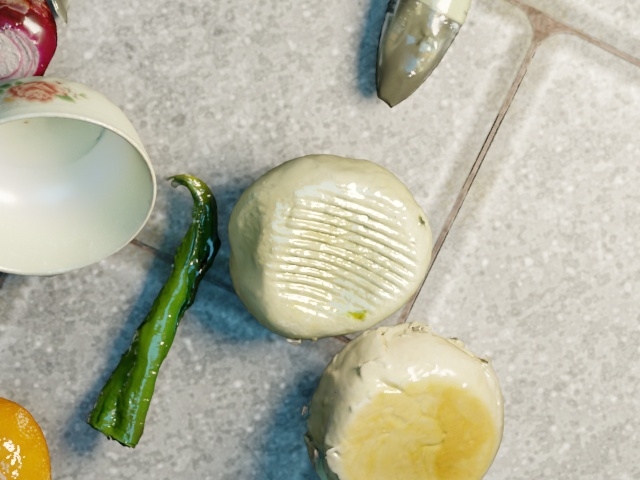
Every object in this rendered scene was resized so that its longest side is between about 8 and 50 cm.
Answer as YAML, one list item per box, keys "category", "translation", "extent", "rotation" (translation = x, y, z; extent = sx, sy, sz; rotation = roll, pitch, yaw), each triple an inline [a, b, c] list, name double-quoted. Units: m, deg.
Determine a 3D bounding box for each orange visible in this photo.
- category: "orange"
  translation: [-0.433, 0.288, 1.879]
  extent: [0.193, 0.161, 0.193]
  rotation: [0, 100, -2]

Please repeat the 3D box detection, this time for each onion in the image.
- category: "onion"
  translation: [-0.400, -0.246, 1.858]
  extent: [0.173, 0.198, 0.135]
  rotation: [-6, 55, 11]

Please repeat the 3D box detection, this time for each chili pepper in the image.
- category: "chili pepper"
  translation: [-0.208, 0.091, 1.922]
  extent: [0.085, 0.076, 0.359]
  rotation: [21, 92, 29]

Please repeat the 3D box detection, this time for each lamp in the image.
- category: "lamp"
  translation: [0.133, -0.287, 1.898]
  extent: [0.101, 0.101, 0.250]
  rotation: [25, 95, -6]

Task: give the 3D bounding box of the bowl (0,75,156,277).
- category: "bowl"
  translation: [-0.347, -0.097, 1.829]
  extent: [0.277, 0.145, 0.277]
  rotation: [-9, 140, -8]

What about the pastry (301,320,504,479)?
- category: "pastry"
  translation: [0.108, 0.228, 1.902]
  extent: [0.265, 0.133, 0.265]
  rotation: [-7, 119, -12]

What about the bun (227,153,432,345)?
- category: "bun"
  translation: [0.000, 0.000, 1.888]
  extent: [0.259, 0.160, 0.259]
  rotation: [-3, 112, -9]

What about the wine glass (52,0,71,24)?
- category: "wine glass"
  translation: [-0.213, -0.346, 1.882]
  extent: [0.262, 0.074, 0.074]
  rotation: [-20, 97, -3]
